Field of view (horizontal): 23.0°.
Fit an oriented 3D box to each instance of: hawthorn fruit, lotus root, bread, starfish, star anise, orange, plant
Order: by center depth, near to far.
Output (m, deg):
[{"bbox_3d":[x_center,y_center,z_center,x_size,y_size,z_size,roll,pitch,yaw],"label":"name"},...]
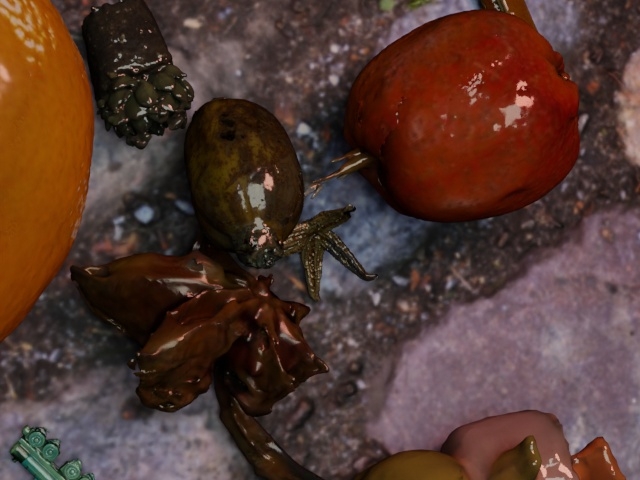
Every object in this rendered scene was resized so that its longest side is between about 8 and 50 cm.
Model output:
[{"bbox_3d":[-0.391,-0.082,1.307,0.423,0.326,0.424,2,84,-16],"label":"orange"},{"bbox_3d":[-0.083,0.125,1.474,0.346,0.148,0.237,50,30,-6],"label":"star anise"},{"bbox_3d":[-0.071,-0.057,1.494,0.120,0.120,0.209,-4,50,-18],"label":"lotus root"},{"bbox_3d":[-0.179,-0.157,1.509,0.094,0.092,0.143,-19,82,-26],"label":"plant"},{"bbox_3d":[0.115,-0.108,1.544,0.299,0.211,0.211,-24,92,-8],"label":"hawthorn fruit"},{"bbox_3d":[0.002,-0.003,1.545,0.133,0.130,0.041,26,39,-18],"label":"starfish"},{"bbox_3d":[0.200,-0.240,1.666,0.047,0.036,0.083,-26,94,-22],"label":"bread"}]

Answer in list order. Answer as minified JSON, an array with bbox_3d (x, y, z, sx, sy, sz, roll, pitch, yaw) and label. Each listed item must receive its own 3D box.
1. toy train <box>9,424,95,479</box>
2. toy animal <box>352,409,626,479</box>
[{"bbox_3d":[-0.251,0.213,1.477,0.092,0.029,0.045,45,89,-5],"label":"toy train"},{"bbox_3d":[0.143,0.261,1.531,0.281,0.195,0.169,-20,51,-22],"label":"toy animal"}]
